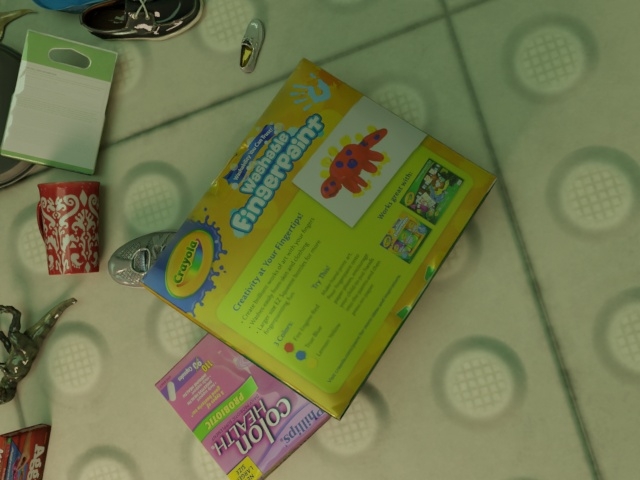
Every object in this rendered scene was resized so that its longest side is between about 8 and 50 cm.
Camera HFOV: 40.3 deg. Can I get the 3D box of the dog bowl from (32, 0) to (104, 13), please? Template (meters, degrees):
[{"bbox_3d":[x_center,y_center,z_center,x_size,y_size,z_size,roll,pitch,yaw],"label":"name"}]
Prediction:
[{"bbox_3d":[-0.418,-0.526,1.651,0.297,0.074,0.166,-13,84,13],"label":"dog bowl"}]

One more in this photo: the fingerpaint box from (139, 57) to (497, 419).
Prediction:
[{"bbox_3d":[0.000,0.000,1.395,0.371,0.163,0.445,32,80,8],"label":"fingerpaint box"}]

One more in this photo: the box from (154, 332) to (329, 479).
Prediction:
[{"bbox_3d":[-0.119,0.265,1.501,0.213,0.117,0.243,-44,78,9],"label":"box"}]

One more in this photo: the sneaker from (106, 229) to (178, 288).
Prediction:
[{"bbox_3d":[-0.260,0.023,1.553,0.281,0.115,0.105,-10,84,14],"label":"sneaker"}]

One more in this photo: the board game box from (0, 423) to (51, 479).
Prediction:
[{"bbox_3d":[-0.563,0.486,1.592,0.027,0.145,0.282,9,89,13],"label":"board game box"}]

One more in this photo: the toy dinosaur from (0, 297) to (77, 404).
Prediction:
[{"bbox_3d":[-0.578,0.189,1.661,0.118,0.064,0.268,35,94,8],"label":"toy dinosaur"}]

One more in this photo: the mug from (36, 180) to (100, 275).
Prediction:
[{"bbox_3d":[-0.468,-0.022,1.634,0.113,0.150,0.170,-4,90,-22],"label":"mug"}]

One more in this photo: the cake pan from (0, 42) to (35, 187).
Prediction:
[{"bbox_3d":[-0.652,-0.239,1.633,0.293,0.054,0.294,-1,93,-16],"label":"cake pan"}]

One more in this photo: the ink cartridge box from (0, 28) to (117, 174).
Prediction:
[{"bbox_3d":[-0.485,-0.253,1.623,0.171,0.056,0.235,12,89,-16],"label":"ink cartridge box"}]

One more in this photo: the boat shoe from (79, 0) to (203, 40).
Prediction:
[{"bbox_3d":[-0.333,-0.420,1.620,0.232,0.079,0.084,-5,84,13],"label":"boat shoe"}]

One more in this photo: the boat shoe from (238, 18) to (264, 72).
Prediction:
[{"bbox_3d":[-0.129,-0.356,1.582,0.035,0.035,0.100,16,91,15],"label":"boat shoe"}]

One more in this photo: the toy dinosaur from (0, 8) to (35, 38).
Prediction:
[{"bbox_3d":[-0.657,-0.439,1.730,0.183,0.053,0.093,-28,91,-1],"label":"toy dinosaur"}]
